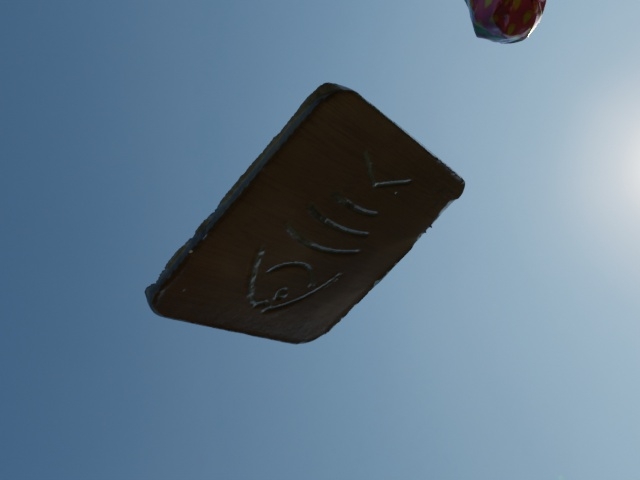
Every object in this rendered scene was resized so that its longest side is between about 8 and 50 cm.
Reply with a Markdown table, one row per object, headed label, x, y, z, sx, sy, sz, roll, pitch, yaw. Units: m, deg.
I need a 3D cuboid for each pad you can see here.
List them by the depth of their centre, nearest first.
| label | x | y | z | sx | sy | sz | roll | pitch | yaw |
| --- | --- | --- | --- | --- | --- | --- | --- | --- | --- |
| pad | 0.000 | 0.000 | 0.688 | 0.284 | 0.018 | 0.286 | -47 | -37 | 15 |

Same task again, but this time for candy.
| label | x | y | z | sx | sy | sz | roll | pitch | yaw |
| --- | --- | --- | --- | --- | --- | --- | --- | --- | --- |
| candy | 0.317 | -0.422 | 0.909 | 0.124 | 0.365 | 0.124 | 9 | -122 | -14 |
